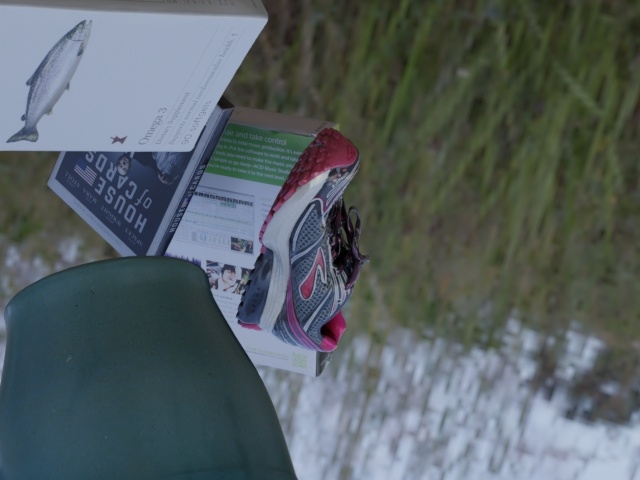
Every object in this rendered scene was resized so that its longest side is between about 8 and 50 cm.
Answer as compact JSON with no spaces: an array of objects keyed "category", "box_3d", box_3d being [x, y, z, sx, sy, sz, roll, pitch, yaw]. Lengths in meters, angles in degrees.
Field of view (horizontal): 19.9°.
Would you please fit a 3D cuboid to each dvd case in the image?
[{"category":"dvd case","box_3d":[-0.207,-0.106,2.068,0.179,0.239,0.029,41,-149,23]}]

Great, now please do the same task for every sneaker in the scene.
[{"category":"sneaker","box_3d":[0.000,0.000,1.912,0.112,0.299,0.121,24,-129,6]}]

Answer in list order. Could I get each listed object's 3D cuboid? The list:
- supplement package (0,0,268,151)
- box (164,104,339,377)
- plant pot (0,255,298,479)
[{"category":"supplement package","box_3d":[-0.137,-0.114,0.907,0.179,0.105,0.105,-2,-127,-35]},{"category":"box","box_3d":[-0.096,-0.006,2.191,0.232,0.322,0.058,12,-151,18]},{"category":"plant pot","box_3d":[-0.160,0.161,1.557,0.271,0.271,0.255,2,-116,-36]}]
